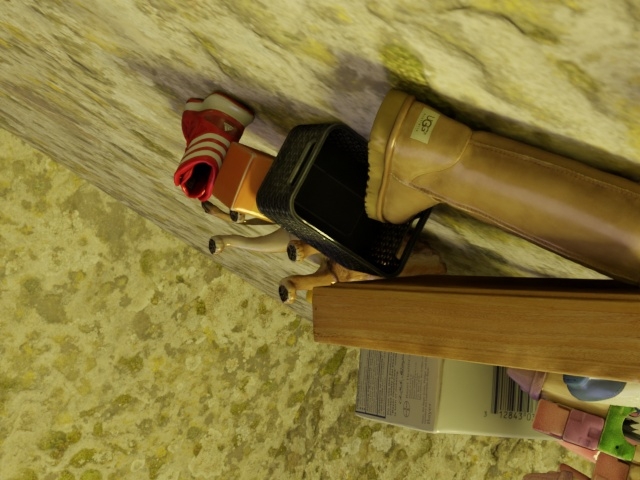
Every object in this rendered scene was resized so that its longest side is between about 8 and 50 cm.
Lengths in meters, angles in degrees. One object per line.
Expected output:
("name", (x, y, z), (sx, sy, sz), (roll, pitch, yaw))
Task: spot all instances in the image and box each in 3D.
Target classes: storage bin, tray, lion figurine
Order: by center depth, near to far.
("tray", (0.201, 0.079, 0.847), (0.203, 0.076, 0.411), (-3, -178, -41))
("storage bin", (0.030, -0.046, 0.940), (0.180, 0.122, 0.084), (33, 169, -30))
("lion figurine", (0.000, 0.000, 1.242), (0.240, 0.142, 0.392), (-12, -147, -34))

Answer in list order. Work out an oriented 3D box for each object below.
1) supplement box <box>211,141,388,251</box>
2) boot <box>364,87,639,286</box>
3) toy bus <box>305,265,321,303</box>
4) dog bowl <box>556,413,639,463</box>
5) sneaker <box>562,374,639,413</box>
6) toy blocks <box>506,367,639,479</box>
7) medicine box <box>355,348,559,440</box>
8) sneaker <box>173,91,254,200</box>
("supplement box", (-0.014, -0.049, 1.015), (0.234, 0.080, 0.078), (16, -170, -32))
("boot", (0.178, -0.027, 0.758), (0.270, 0.089, 0.236), (24, 170, 12))
("toy bus", (0.108, 0.086, 1.408), (0.220, 0.149, 0.211), (30, 157, -3))
("dog bowl", (0.598, 0.360, 1.459), (0.408, 0.150, 0.408), (27, 171, 5))
("sneaker", (0.397, 0.175, 0.797), (0.297, 0.130, 0.112), (2, -176, 16))
("toy blocks", (0.356, 0.225, 1.014), (0.260, 0.288, 0.309), (16, 169, 21))
("medicine box", (0.229, 0.215, 1.215), (0.264, 0.149, 0.289), (8, 171, -19))
("sneaker", (-0.168, -0.119, 1.068), (0.087, 0.128, 0.221), (30, 168, -13))
